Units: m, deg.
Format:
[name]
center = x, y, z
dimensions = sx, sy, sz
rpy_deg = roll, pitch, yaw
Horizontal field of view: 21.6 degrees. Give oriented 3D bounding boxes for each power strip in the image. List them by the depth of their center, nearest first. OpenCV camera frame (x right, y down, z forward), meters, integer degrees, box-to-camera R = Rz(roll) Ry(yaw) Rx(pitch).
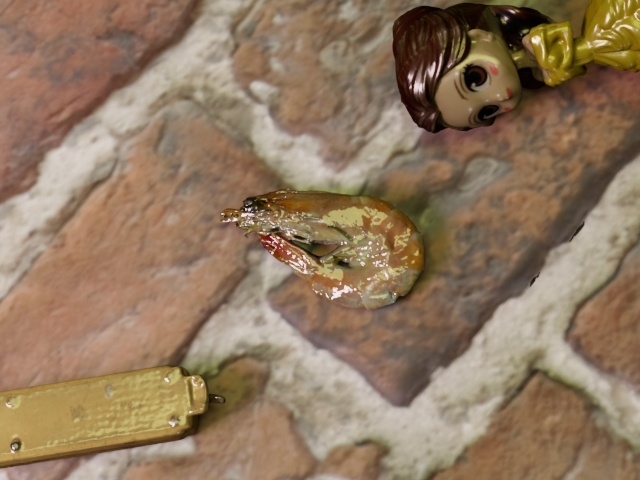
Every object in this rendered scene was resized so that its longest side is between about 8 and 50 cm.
[power strip]
center = -0.232, 0.158, 1.460
dimensions = 0.305, 0.044, 0.064
rpy_deg = -10, 71, 4

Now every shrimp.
[shrimp]
center = 0.000, 0.000, 1.488
dimensions = 0.190, 0.042, 0.101
rpy_deg = 15, 82, 10

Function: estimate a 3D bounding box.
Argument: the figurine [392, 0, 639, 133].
[figurine]
center = 0.219, -0.174, 1.467
dimensions = 0.315, 0.187, 0.168
rpy_deg = -18, 75, 9
